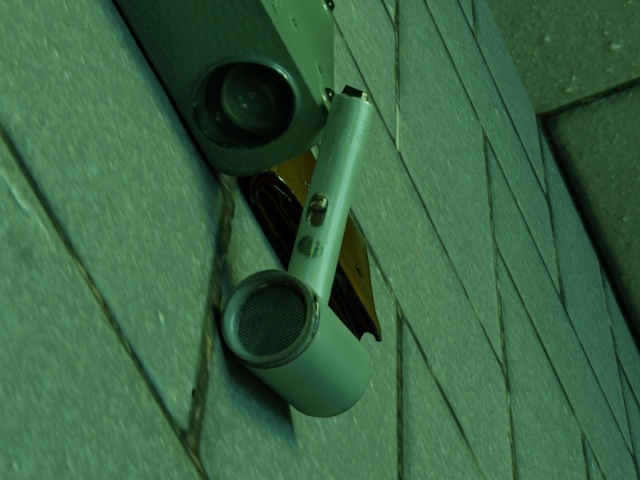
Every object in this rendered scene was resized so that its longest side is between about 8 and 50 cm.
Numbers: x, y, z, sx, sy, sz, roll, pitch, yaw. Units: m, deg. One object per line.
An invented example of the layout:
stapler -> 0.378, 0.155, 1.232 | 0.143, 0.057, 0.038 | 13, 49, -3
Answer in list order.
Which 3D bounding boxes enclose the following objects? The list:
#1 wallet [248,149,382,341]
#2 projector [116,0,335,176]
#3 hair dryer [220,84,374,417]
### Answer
wallet -> -0.011, -0.020, 1.628 | 0.195, 0.042, 0.161 | 59, 12, -31
projector -> -0.078, -0.204, 1.478 | 0.198, 0.108, 0.250 | -89, 155, -55
hair dryer -> 0.000, 0.000, 1.420 | 0.131, 0.073, 0.236 | 48, 49, -60
